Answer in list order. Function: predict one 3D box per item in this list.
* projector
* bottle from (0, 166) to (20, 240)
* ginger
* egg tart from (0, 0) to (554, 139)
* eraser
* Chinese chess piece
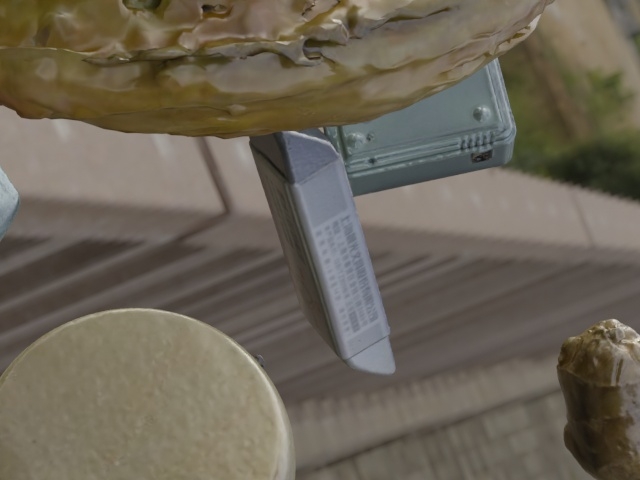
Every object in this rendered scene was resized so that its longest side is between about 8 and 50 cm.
[{"bbox_3d":[0.079,-0.189,1.980,0.099,0.192,0.256,77,1,-74],"label":"projector"},{"bbox_3d":[-0.309,0.034,1.353,0.269,0.083,0.083,-53,124,-43],"label":"bottle"},{"bbox_3d":[0.236,0.140,1.535,0.095,0.069,0.190,21,-43,49],"label":"ginger"},{"bbox_3d":[-0.073,-0.204,1.033,0.443,0.443,0.178,-87,174,-61],"label":"egg tart"},{"bbox_3d":[0.000,0.000,1.810,0.089,0.061,0.352,49,-18,43],"label":"eraser"},{"bbox_3d":[-0.153,0.185,1.620,0.102,0.273,0.273,97,-18,-58],"label":"Chinese chess piece"}]
